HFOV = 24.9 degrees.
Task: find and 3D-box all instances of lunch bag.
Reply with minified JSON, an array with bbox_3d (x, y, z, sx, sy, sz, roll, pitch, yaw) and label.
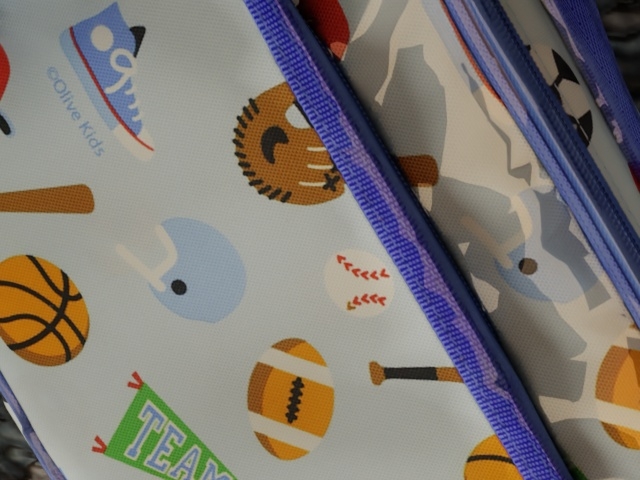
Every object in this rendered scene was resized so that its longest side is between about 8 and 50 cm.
[{"bbox_3d":[0.000,0.000,0.477,0.243,0.115,0.303,-25,102,30],"label":"lunch bag"}]
